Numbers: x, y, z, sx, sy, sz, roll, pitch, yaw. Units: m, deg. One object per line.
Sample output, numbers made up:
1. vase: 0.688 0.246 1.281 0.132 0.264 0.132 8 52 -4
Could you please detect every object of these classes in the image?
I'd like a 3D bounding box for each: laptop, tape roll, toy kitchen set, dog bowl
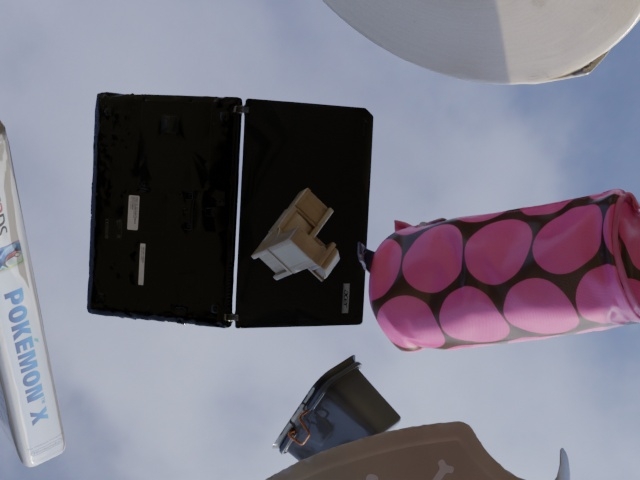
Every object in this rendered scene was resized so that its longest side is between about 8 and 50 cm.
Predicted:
1. laptop: -0.095 -0.031 1.330 0.136 0.264 0.234 -4 -82 -69
2. tape roll: 0.098 -0.294 0.942 0.392 0.392 0.072 45 -123 -5
3. toy kitchen set: 0.000 0.000 1.120 0.068 0.075 0.083 44 -120 -14
4. dog bowl: 0.081 0.298 1.190 0.349 0.349 0.102 4 -129 -25

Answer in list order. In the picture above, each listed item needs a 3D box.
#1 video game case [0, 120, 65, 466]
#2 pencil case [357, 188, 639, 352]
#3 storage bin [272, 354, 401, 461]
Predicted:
1. video game case: -0.272 -0.050 0.860 0.036 0.300 0.329 -24 -129 -24
2. pencil case: 0.132 0.020 0.870 0.095 0.209 0.098 35 -123 -44
3. storage bin: 0.020 0.212 1.413 0.091 0.135 0.098 42 -146 17
